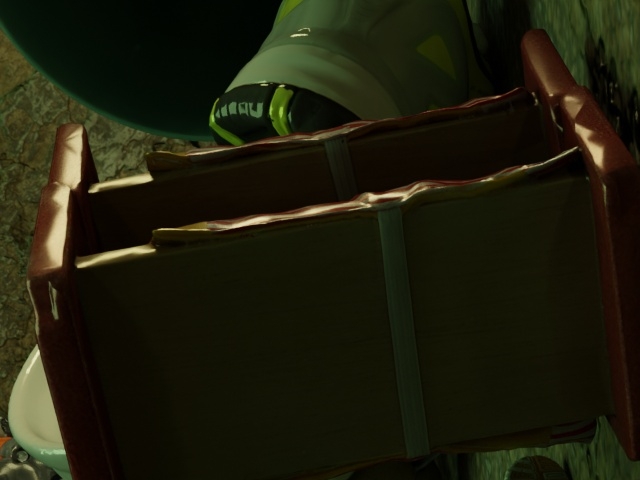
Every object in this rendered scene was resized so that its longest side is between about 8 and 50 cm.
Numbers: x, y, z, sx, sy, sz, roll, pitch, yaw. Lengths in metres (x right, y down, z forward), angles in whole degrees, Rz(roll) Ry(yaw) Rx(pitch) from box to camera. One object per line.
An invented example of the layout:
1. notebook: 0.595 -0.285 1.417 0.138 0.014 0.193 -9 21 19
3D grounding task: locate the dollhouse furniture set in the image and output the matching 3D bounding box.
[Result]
1. dollhouse furniture set: 0.024 0.130 0.637 0.152 0.201 0.374 -100 1 -68

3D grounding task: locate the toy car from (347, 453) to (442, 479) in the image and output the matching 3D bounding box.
1. toy car: 0.060 0.199 1.152 0.155 0.149 0.188 176 118 -84

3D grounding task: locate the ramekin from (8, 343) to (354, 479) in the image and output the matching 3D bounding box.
1. ramekin: -0.074 0.099 1.186 0.135 0.277 0.277 57 -169 -25

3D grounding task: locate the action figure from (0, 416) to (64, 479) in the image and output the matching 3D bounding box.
1. action figure: -0.205 0.232 1.563 0.341 0.330 0.178 -64 -22 -13

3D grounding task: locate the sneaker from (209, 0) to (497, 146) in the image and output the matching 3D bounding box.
1. sneaker: 0.046 -0.053 0.921 0.147 0.145 0.384 -62 -8 -10

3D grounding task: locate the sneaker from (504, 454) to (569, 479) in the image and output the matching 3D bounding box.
1. sneaker: 0.098 0.133 0.725 0.083 0.032 0.037 -96 3 -49

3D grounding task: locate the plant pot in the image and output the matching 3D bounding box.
1. plant pot: -0.059 -0.242 1.070 0.235 0.293 0.293 -68 -22 -63
